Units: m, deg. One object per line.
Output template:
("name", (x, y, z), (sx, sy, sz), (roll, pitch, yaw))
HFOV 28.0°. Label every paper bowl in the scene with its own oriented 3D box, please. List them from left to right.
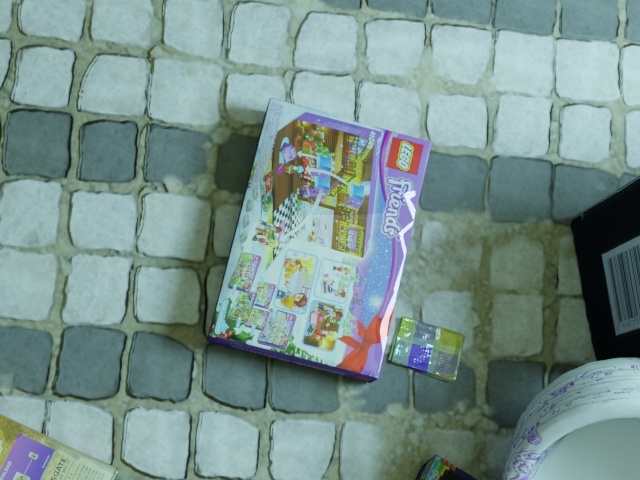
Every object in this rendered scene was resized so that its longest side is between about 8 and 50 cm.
("paper bowl", (0.340, 0.255, 1.373), (0.284, 0.148, 0.284), (6, 117, 11))

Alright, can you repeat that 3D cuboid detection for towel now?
("towel", (0.127, 0.127, 1.516), (0.083, 0.009, 0.060), (19, 77, -4))

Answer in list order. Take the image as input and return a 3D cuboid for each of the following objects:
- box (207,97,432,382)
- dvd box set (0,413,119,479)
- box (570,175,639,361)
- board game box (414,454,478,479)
("box", (0.000, 0.000, 1.498), (0.200, 0.057, 0.293), (15, 77, -4))
("dvd box set", (-0.470, 0.294, 1.366), (0.420, 0.062, 0.308), (25, 76, -3))
("box", (0.531, 0.021, 1.452), (0.395, 0.293, 0.212), (-6, 80, -10))
("board game box", (0.147, 0.347, 1.427), (0.141, 0.048, 0.170), (33, 55, -2))
